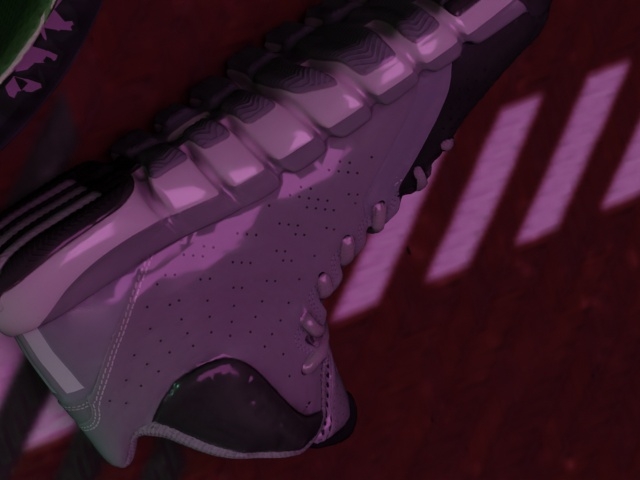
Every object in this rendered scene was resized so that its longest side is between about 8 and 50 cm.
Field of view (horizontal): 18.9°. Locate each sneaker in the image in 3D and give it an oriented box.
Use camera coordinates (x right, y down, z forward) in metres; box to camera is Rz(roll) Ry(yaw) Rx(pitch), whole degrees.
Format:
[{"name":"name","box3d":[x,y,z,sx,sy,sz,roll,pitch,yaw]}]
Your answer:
[{"name":"sneaker","box3d":[0.000,0.000,0.684,0.228,0.086,0.132,-32,111,-8]}]

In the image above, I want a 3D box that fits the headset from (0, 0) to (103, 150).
[{"name":"headset","box3d":[-0.165,-0.181,0.532,0.243,0.185,0.394,-7,109,-24]}]
